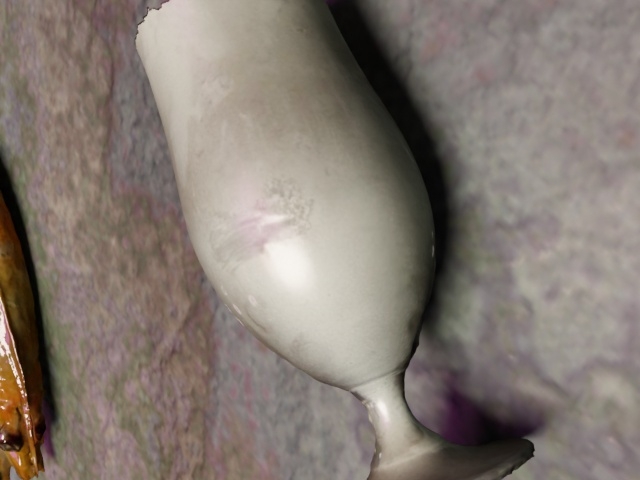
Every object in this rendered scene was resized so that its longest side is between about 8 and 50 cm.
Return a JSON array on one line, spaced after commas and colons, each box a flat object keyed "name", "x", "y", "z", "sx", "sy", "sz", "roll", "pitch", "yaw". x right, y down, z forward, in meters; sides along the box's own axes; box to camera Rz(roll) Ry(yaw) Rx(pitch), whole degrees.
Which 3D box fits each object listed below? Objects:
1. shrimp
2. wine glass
[{"name": "shrimp", "x": -0.236, "y": 0.043, "z": 0.628, "sx": 0.150, "sy": 0.068, "sz": 0.248, "roll": -36, "pitch": 69, "yaw": 57}, {"name": "wine glass", "x": 0.000, "y": 0.000, "z": 0.351, "sx": 0.093, "sy": 0.093, "sz": 0.202, "roll": -28, "pitch": 81, "yaw": 45}]
